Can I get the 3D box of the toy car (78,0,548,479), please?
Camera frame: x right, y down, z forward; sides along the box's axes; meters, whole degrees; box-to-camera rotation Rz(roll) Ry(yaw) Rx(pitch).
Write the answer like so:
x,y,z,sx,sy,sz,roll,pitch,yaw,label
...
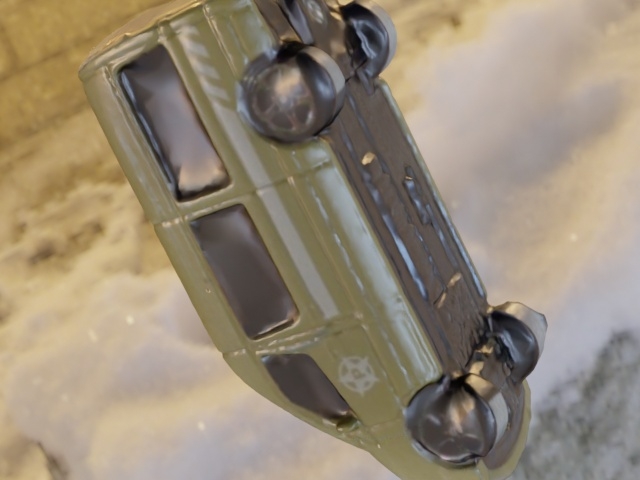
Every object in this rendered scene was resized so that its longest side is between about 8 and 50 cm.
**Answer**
x,y,z,sx,sy,sz,roll,pitch,yaw,label
0.000,0.000,0.798,0.124,0.257,0.101,-20,14,27,toy car
